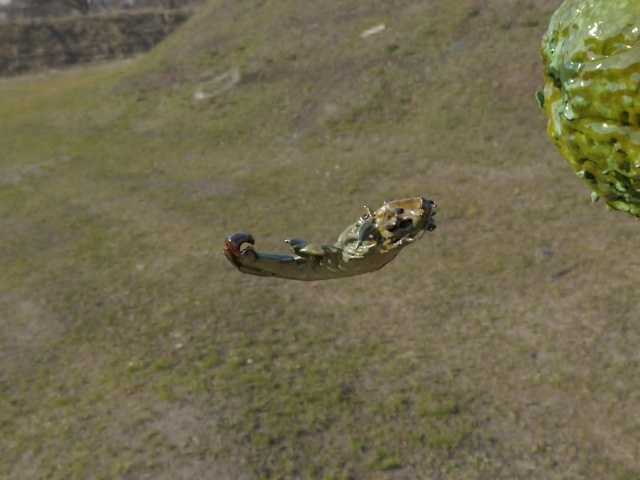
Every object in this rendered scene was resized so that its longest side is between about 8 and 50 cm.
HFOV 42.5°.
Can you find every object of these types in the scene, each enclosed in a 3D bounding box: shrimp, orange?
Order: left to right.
[{"bbox_3d":[0.000,-0.002,0.555,0.124,0.034,0.178,4,-15,-19],"label":"shrimp"},{"bbox_3d":[0.344,-0.173,0.879,0.223,0.300,0.301,-9,26,1],"label":"orange"}]
